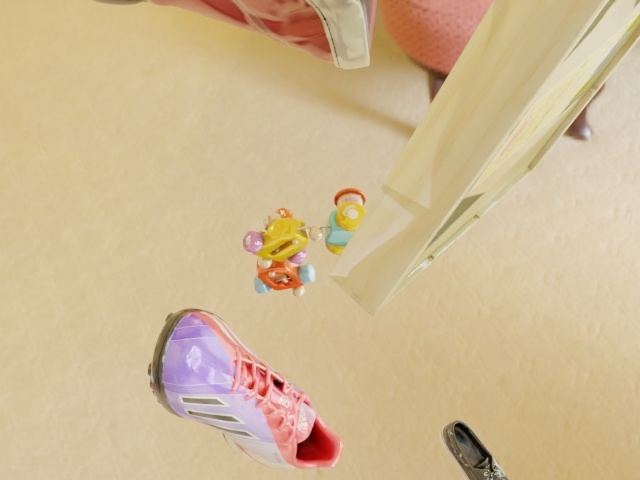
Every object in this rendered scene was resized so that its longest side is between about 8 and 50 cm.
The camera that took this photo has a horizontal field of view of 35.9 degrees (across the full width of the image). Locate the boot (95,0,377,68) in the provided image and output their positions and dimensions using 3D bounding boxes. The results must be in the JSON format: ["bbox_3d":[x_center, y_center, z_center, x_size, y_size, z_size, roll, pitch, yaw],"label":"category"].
[{"bbox_3d":[-0.056,-0.165,0.623,0.176,0.244,0.088,1,87,12],"label":"boot"}]

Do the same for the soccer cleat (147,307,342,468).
[{"bbox_3d":[-0.069,0.161,1.013,0.117,0.318,0.108,12,66,24],"label":"soccer cleat"}]

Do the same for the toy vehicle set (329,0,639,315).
[{"bbox_3d":[0.106,-0.077,0.491,0.035,0.267,0.166,44,57,10],"label":"toy vehicle set"}]

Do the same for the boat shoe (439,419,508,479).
[{"bbox_3d":[0.206,0.292,1.268,0.049,0.040,0.142,-33,75,-27],"label":"boat shoe"}]

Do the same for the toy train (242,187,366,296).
[{"bbox_3d":[0.000,0.000,0.882,0.166,0.125,0.046,-15,62,23],"label":"toy train"}]
